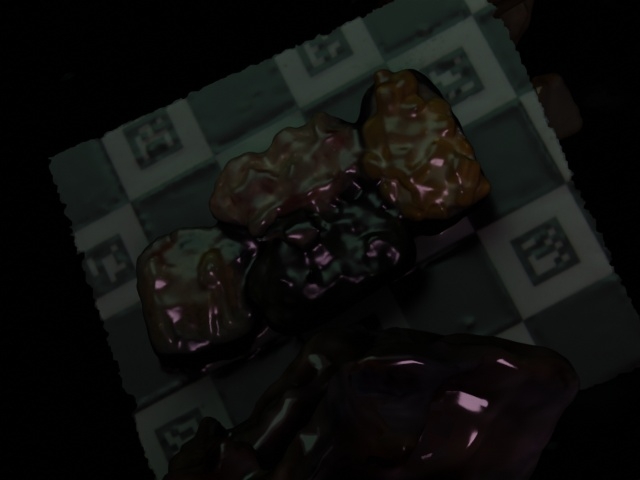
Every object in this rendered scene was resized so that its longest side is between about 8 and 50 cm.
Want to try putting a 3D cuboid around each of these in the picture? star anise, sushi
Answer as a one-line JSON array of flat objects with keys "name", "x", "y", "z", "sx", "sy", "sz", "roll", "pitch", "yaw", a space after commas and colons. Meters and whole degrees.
[{"name": "star anise", "x": -0.015, "y": 0.113, "z": 0.543, "sx": 0.236, "sy": 0.109, "sz": 0.223, "roll": -54, "pitch": 16, "yaw": -10}, {"name": "sushi", "x": 0.000, "y": 0.000, "z": 0.703, "sx": 0.215, "sy": 0.050, "sz": 0.192, "roll": -24, "pitch": 72, "yaw": 7}]

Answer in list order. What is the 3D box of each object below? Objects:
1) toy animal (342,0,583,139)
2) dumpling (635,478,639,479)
[{"name": "toy animal", "x": 0.036, "y": -0.064, "z": 0.844, "sx": 0.312, "sy": 0.097, "sz": 0.157, "roll": -46, "pitch": 26, "yaw": -23}, {"name": "dumpling", "x": 0.107, "y": 0.132, "z": 0.521, "sx": 0.150, "sy": 0.092, "sz": 0.176, "roll": -16, "pitch": 37, "yaw": 41}]
